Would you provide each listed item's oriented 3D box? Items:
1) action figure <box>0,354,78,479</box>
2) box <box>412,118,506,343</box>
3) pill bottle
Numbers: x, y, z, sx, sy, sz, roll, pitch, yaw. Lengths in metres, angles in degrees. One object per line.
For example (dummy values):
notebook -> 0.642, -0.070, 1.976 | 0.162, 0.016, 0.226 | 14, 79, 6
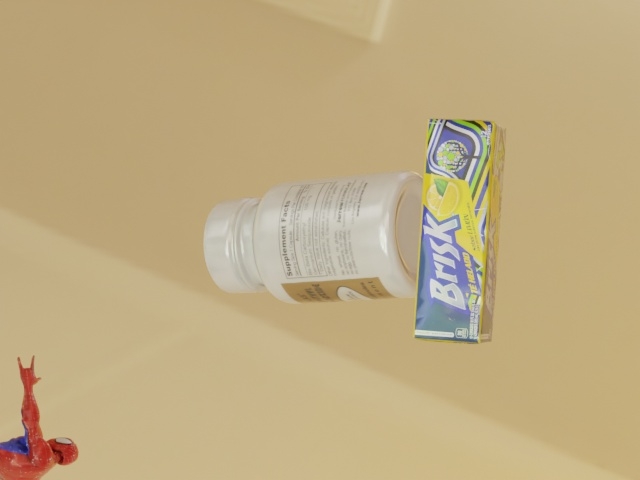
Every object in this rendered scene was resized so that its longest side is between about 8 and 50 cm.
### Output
action figure -> -0.392, 0.205, 1.759 | 0.280, 0.091, 0.139 | 4, -122, -37
box -> 0.107, -0.006, 1.253 | 0.054, 0.169, 0.059 | 3, 178, 16
pill bottle -> 0.000, 0.000, 1.708 | 0.229, 0.131, 0.131 | -4, -171, 29
